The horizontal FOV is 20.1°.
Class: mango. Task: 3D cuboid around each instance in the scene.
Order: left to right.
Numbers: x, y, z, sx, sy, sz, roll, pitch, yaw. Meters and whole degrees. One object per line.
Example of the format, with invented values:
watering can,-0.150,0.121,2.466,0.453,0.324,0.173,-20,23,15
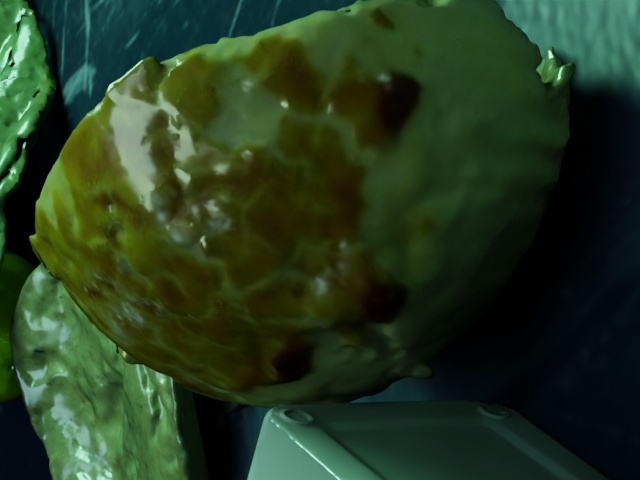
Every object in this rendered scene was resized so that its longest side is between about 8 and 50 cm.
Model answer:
mango,-0.255,0.067,1.404,0.163,0.089,0.117,165,95,-68

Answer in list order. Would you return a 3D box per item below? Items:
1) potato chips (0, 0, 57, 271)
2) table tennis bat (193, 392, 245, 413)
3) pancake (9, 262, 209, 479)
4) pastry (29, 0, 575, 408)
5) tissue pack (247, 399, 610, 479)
potato chips,-0.378,-0.039,1.421,0.373,0.097,0.389,-19,52,33
table tennis bat,-0.082,0.064,1.197,0.158,0.014,0.095,5,95,55
pancake,-0.136,0.102,1.236,0.242,0.050,0.242,24,121,48
pastry,-0.001,-0.002,0.888,0.256,0.237,0.170,-36,72,50
tissue pack,0.078,0.184,0.823,0.246,0.159,0.136,36,118,52
